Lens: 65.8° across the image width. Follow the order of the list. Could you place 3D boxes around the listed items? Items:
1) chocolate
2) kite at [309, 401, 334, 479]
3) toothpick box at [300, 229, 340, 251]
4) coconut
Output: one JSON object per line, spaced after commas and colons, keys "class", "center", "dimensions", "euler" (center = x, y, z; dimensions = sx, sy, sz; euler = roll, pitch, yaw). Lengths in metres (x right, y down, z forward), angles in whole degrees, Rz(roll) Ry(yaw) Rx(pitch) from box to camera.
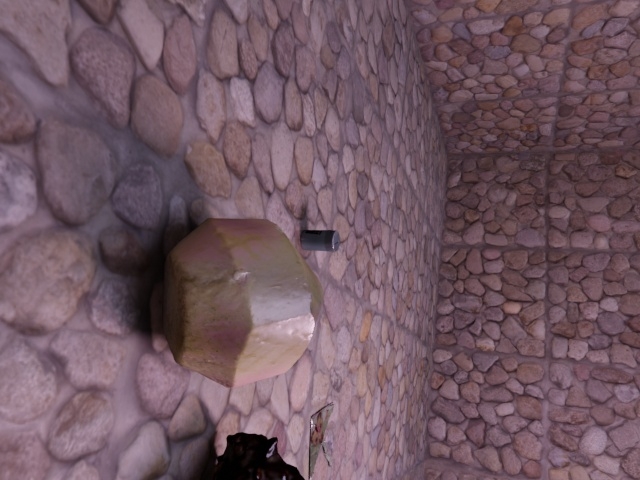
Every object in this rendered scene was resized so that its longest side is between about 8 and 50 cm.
{"class": "chocolate", "center": [-0.117, 0.420, 0.842], "dimensions": [0.206, 0.223, 0.177], "euler": [56, 18, -55]}
{"class": "kite", "center": [0.008, 0.551, 1.363], "dimensions": [0.229, 0.012, 0.250], "euler": [-63, 149, -44]}
{"class": "toothpick box", "center": [0.000, 0.000, 1.195], "dimensions": [0.052, 0.083, 0.052], "euler": [2, 90, -68]}
{"class": "coconut", "center": [-0.109, 0.086, 0.751], "dimensions": [0.259, 0.258, 0.260], "euler": [2, 90, -68]}
